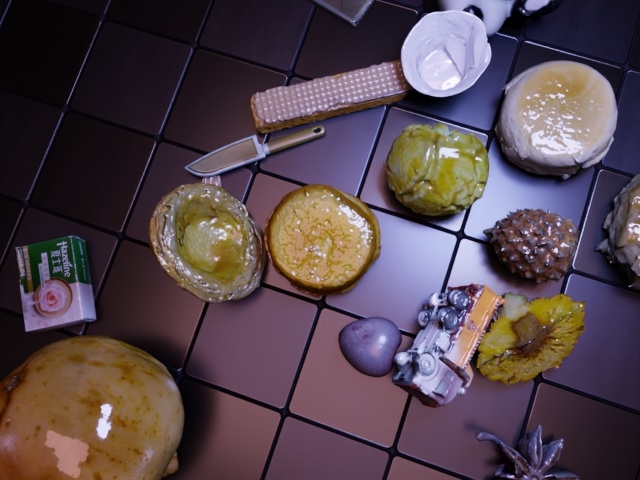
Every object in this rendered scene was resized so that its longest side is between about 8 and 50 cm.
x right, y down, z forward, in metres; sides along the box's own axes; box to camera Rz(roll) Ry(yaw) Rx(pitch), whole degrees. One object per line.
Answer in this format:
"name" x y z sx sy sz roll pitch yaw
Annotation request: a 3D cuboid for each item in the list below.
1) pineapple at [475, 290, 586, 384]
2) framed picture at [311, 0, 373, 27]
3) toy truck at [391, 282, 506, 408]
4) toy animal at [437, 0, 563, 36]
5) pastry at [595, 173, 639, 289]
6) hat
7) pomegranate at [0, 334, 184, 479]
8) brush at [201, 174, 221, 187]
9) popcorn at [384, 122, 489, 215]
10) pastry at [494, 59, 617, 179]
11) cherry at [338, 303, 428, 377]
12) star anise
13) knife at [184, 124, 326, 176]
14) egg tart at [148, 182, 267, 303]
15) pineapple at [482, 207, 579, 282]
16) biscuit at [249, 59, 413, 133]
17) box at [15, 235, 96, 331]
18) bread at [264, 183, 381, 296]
"pineapple" 0.433 0.203 1.269 0.249 0.164 0.140 -38 120 1
"framed picture" 0.078 -0.686 1.463 0.208 0.019 0.281 35 85 8
"toy truck" 0.263 0.207 1.225 0.135 0.114 0.270 38 70 -12
"toy animal" 0.398 -0.574 1.330 0.266 0.212 0.213 -16 80 -3
"pastry" 0.772 -0.027 1.255 0.329 0.136 0.330 -1 80 5
"hat" 0.279 -0.404 1.347 0.203 0.126 0.203 0 86 7
"pomegranate" -0.442 0.388 1.175 0.409 0.410 0.411 -1 81 4
"brush" -0.264 -0.075 1.390 0.051 0.014 0.164 7 82 6
"popcorn" 0.251 -0.152 1.289 0.221 0.184 0.204 23 114 4
"pastry" 0.516 -0.265 1.310 0.264 0.133 0.265 -1 81 5
"cherry" 0.119 0.198 1.282 0.148 0.115 0.188 7 71 45
"star anise" 0.415 0.472 1.221 0.209 0.089 0.231 -24 86 -13
"knife" -0.154 -0.216 1.398 0.342 0.027 0.061 -20 80 -3
"egg tart" -0.246 0.011 1.290 0.118 0.288 0.288 -28 76 44
"pineapple" 0.440 0.005 1.260 0.193 0.166 0.166 16 82 24
"biscuit" 0.022 -0.338 1.393 0.378 0.054 0.094 -14 79 2
"box" -0.601 0.100 1.351 0.135 0.081 0.199 -13 82 1
"bread" 0.000 0.000 1.295 0.268 0.146 0.269 0 85 4
